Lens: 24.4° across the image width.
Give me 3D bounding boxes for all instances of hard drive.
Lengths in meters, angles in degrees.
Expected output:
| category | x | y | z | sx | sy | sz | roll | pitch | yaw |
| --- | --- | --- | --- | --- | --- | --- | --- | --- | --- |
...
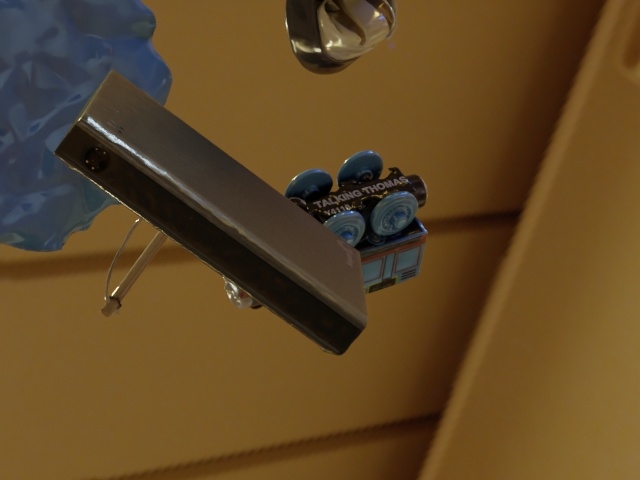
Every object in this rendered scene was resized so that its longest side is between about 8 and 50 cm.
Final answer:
| category | x | y | z | sx | sy | sz | roll | pitch | yaw |
| --- | --- | --- | --- | --- | --- | --- | --- | --- | --- |
| hard drive | -0.041 | -0.013 | 0.601 | 0.135 | 0.094 | 0.022 | 37 | -77 | -11 |

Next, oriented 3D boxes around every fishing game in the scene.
| category | x | y | z | sx | sy | sz | roll | pitch | yaw |
| --- | --- | --- | --- | --- | --- | --- | --- | --- | --- |
| fishing game | -0.164 | -0.083 | 0.865 | 0.189 | 0.041 | 0.264 | -58 | -48 | -26 |

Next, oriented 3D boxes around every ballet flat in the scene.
| category | x | y | z | sx | sy | sz | roll | pitch | yaw |
| --- | --- | --- | --- | --- | --- | --- | --- | --- | --- |
| ballet flat | 0.015 | -0.164 | 0.938 | 0.074 | 0.074 | 0.203 | -27 | -35 | -18 |

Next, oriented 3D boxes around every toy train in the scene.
| category | x | y | z | sx | sy | sz | roll | pitch | yaw |
| --- | --- | --- | --- | --- | --- | --- | --- | --- | --- |
| toy train | 0.000 | 0.000 | 1.160 | 0.184 | 0.080 | 0.105 | -18 | -42 | -23 |
